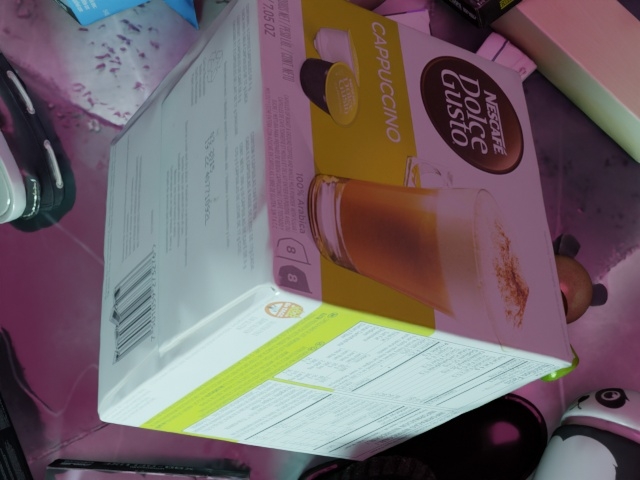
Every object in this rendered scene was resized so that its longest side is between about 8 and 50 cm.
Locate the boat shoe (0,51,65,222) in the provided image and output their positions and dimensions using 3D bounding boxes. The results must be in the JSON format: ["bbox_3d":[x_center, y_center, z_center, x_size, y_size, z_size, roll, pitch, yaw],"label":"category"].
[{"bbox_3d":[-0.405,-0.167,1.272,0.114,0.091,0.303,-20,88,40],"label":"boat shoe"}]

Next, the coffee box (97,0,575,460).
[{"bbox_3d":[0.000,0.000,1.053,0.334,0.338,0.338,15,56,-30],"label":"coffee box"}]

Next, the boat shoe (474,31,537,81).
[{"bbox_3d":[0.180,-0.138,1.297,0.084,0.095,0.258,33,86,4],"label":"boat shoe"}]

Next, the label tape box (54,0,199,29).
[{"bbox_3d":[-0.304,-0.353,1.211,0.333,0.240,0.106,43,85,0],"label":"label tape box"}]

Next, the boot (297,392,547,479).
[{"bbox_3d":[0.123,0.286,1.181,0.347,0.260,0.131,-25,87,-4],"label":"boot"}]

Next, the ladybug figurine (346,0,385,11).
[{"bbox_3d":[-0.117,-0.393,1.201,0.449,0.305,0.162,36,102,-13],"label":"ladybug figurine"}]

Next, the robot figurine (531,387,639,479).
[{"bbox_3d":[0.322,0.303,1.192,0.209,0.174,0.278,17,64,32],"label":"robot figurine"}]

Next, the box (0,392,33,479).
[{"bbox_3d":[-0.420,0.243,1.193,0.103,0.184,0.261,-21,87,-5],"label":"box"}]

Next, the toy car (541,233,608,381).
[{"bbox_3d":[0.277,0.069,1.293,0.188,0.149,0.155,-31,92,-33],"label":"toy car"}]

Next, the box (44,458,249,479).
[{"bbox_3d":[-0.215,0.426,1.245,0.242,0.076,0.308,5,86,-3],"label":"box"}]

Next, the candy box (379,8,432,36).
[{"bbox_3d":[0.039,-0.205,1.242,0.164,0.196,0.070,-9,86,-4],"label":"candy box"}]

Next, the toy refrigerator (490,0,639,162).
[{"bbox_3d":[0.352,-0.230,1.316,0.269,0.094,0.102,42,78,0],"label":"toy refrigerator"}]

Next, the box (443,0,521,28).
[{"bbox_3d":[0.210,-0.370,1.292,0.184,0.045,0.191,-36,53,-7],"label":"box"}]
